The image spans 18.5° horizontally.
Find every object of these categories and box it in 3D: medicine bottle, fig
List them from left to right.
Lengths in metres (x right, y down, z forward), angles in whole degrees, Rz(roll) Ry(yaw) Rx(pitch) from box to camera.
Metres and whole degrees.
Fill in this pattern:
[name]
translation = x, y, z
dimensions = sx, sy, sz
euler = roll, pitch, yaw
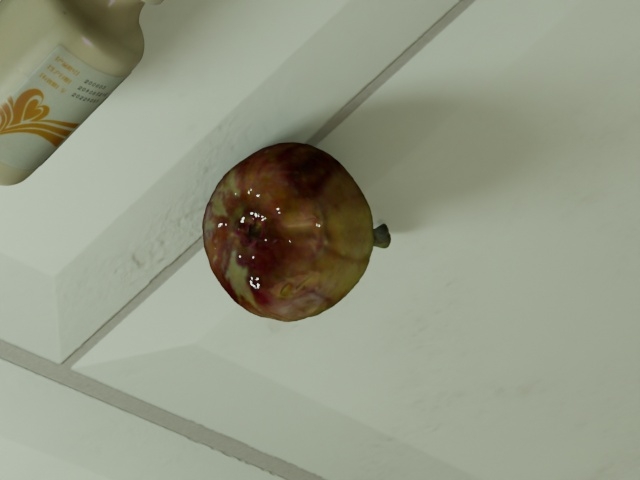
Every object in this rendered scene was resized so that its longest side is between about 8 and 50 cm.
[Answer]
[medicine bottle]
translation = -0.201, -0.161, 1.546
dimensions = 0.252, 0.114, 0.114
euler = -44, 135, 21
[fig]
translation = 0.005, 0.001, 1.791
dimensions = 0.230, 0.143, 0.160
euler = 15, 90, -35
